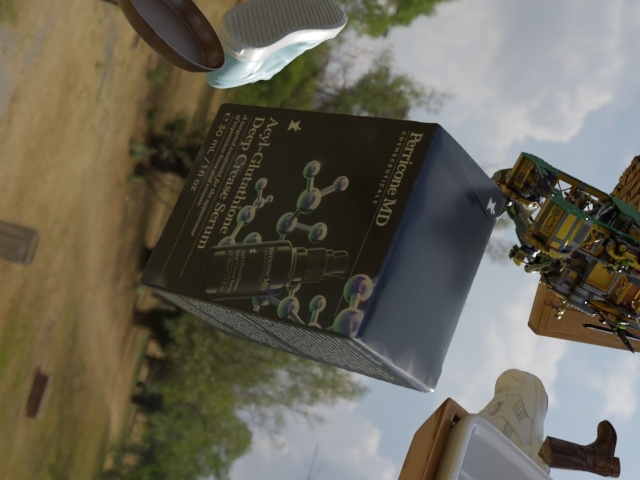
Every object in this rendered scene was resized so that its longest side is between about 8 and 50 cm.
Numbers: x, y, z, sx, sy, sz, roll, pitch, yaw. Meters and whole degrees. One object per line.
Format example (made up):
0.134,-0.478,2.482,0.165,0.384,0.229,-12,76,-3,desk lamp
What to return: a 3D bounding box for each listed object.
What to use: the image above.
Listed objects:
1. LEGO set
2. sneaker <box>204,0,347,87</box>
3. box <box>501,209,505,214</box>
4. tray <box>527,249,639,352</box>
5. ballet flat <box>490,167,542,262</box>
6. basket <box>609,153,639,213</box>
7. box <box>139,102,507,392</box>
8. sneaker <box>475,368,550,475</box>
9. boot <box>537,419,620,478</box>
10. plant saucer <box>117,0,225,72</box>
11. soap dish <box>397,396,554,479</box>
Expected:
0.353,0.028,1.544,0.192,0.254,0.331,-62,-164,18,LEGO set
-0.095,-0.374,1.969,0.366,0.135,0.150,-28,164,-49,sneaker
0.303,-0.028,1.962,0.164,0.021,0.201,-42,173,-12,box
0.684,0.139,2.351,0.076,0.410,0.203,-119,-140,-72,tray
0.348,-0.036,1.771,0.070,0.188,0.070,-28,-172,4,ballet flat
0.730,-0.058,2.119,0.299,0.223,0.214,0,124,-54,basket
0.000,0.000,1.450,0.395,0.212,0.294,11,-109,39,box
0.302,0.303,1.779,0.305,0.152,0.114,-78,-174,-62,sneaker
0.367,0.291,1.524,0.106,0.114,0.037,-86,-173,-55,boot
-0.181,-0.258,1.243,0.029,0.168,0.168,-38,-157,22,plant saucer
0.202,0.367,1.291,0.118,0.291,0.229,-24,-148,46,soap dish
